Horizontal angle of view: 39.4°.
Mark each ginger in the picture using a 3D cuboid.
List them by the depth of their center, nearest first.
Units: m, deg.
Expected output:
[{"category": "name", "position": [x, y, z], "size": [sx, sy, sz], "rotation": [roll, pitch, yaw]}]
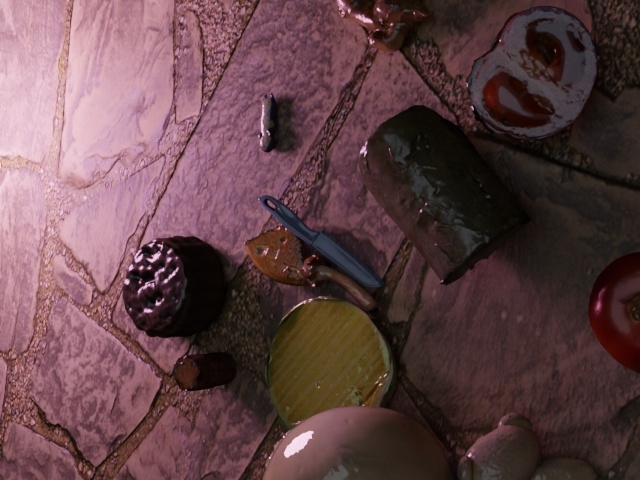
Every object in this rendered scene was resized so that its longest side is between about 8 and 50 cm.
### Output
[{"category": "ginger", "position": [0.116, -0.448, 1.706], "size": [0.214, 0.059, 0.133], "rotation": [51, 121, 25]}]

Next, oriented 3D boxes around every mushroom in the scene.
[{"category": "mushroom", "position": [0.036, 0.088, 1.709], "size": [0.187, 0.061, 0.060], "rotation": [31, 117, 28]}]

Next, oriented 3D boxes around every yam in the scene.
[{"category": "yam", "position": [0.207, -0.084, 1.558], "size": [0.195, 0.195, 0.300], "rotation": [-44, 68, 23]}, {"category": "yam", "position": [-0.238, 0.268, 1.845], "size": [0.079, 0.141, 0.079], "rotation": [-2, 87, 30]}]

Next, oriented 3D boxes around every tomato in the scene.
[{"category": "tomato", "position": [0.515, 0.113, 1.385], "size": [0.195, 0.136, 0.195], "rotation": [-4, 83, 33]}, {"category": "tomato", "position": [0.369, -0.270, 1.508], "size": [0.199, 0.112, 0.228], "rotation": [47, 111, 16]}]

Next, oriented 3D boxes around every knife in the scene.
[{"category": "knife", "position": [0.000, 0.000, 1.756], "size": [0.313, 0.019, 0.044], "rotation": [39, 91, 16]}]

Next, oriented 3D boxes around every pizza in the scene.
[{"category": "pizza", "position": [-0.075, 0.020, 1.808], "size": [0.178, 0.041, 0.131], "rotation": [17, 93, 24]}]

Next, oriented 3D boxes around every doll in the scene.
[{"category": "doll", "position": [0.361, 0.437, 1.493], "size": [0.278, 0.175, 0.149], "rotation": [43, 148, 17]}, {"category": "doll", "position": [-0.109, -0.244, 1.852], "size": [0.037, 0.027, 0.125], "rotation": [-1, 87, 39]}]

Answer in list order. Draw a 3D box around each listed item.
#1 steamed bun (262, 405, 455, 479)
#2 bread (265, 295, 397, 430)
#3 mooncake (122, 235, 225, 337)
[{"category": "steamed bun", "position": [0.072, 0.420, 1.572], "size": [0.312, 0.334, 0.233], "rotation": [-35, 38, 19]}, {"category": "bread", "position": [0.015, 0.256, 1.745], "size": [0.301, 0.045, 0.301], "rotation": [-3, 84, 31]}, {"category": "mooncake", "position": [-0.323, 0.099, 1.917], "size": [0.228, 0.124, 0.228], "rotation": [-1, 88, 33]}]
